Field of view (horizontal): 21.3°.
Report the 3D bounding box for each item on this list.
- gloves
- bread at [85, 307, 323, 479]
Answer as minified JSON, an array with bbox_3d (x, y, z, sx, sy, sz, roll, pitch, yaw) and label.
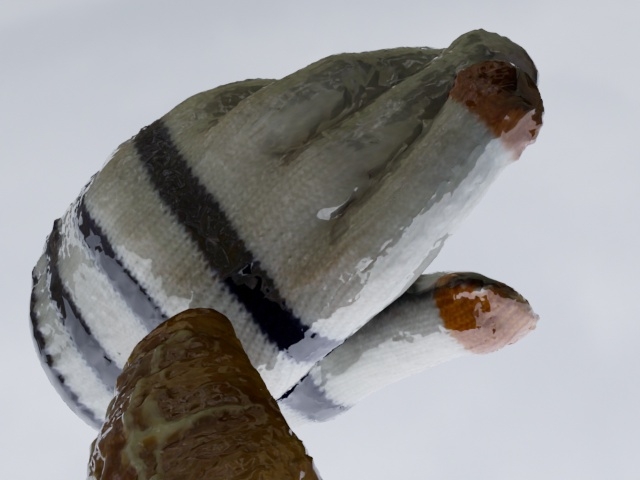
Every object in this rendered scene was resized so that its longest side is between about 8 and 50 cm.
[{"bbox_3d":[-0.012,-0.003,0.655,0.131,0.140,0.219,1,152,-43],"label":"gloves"},{"bbox_3d":[-0.030,0.123,0.537,0.076,0.233,0.105,-5,151,-31],"label":"bread"}]
